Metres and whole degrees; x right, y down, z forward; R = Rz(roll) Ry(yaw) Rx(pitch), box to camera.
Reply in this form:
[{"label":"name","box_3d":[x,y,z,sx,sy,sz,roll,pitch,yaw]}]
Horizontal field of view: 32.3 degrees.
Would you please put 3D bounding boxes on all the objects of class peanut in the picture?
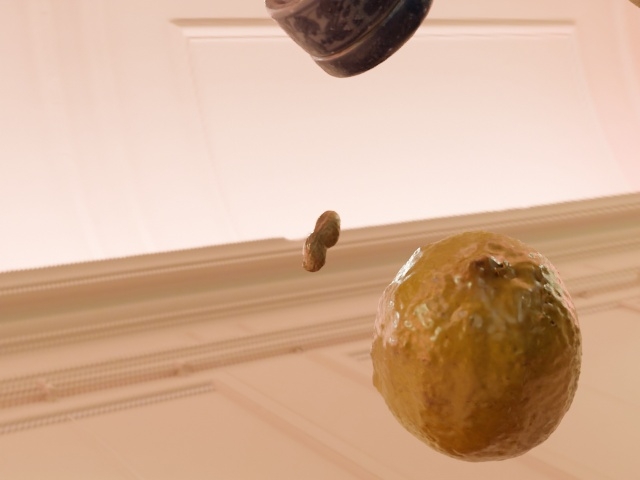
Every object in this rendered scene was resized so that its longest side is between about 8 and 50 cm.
[{"label":"peanut","box_3d":[0.000,0.000,1.341,0.037,0.037,0.083,36,-107,-34]}]

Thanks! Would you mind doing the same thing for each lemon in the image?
[{"label":"lemon","box_3d":[0.196,0.138,1.392,0.268,0.268,0.321,-21,-43,-29]}]

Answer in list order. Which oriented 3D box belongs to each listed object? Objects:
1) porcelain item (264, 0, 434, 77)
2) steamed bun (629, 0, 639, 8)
[{"label":"porcelain item","box_3d":[0.031,-0.244,1.107,0.114,0.147,0.147,42,-103,-29]},{"label":"steamed bun","box_3d":[0.391,-0.294,0.900,0.339,0.352,0.247,1,-124,-20]}]
